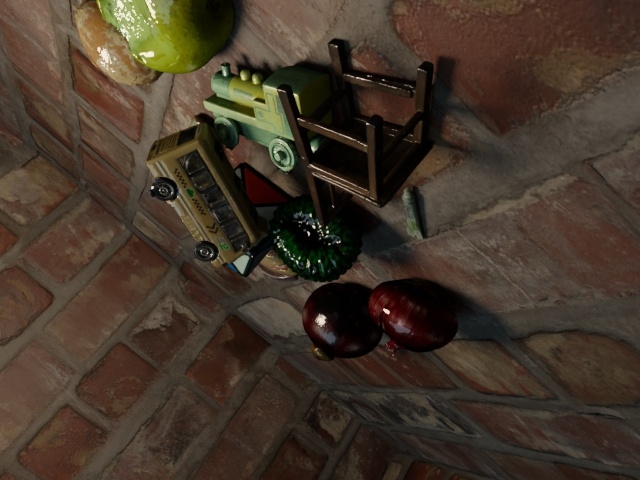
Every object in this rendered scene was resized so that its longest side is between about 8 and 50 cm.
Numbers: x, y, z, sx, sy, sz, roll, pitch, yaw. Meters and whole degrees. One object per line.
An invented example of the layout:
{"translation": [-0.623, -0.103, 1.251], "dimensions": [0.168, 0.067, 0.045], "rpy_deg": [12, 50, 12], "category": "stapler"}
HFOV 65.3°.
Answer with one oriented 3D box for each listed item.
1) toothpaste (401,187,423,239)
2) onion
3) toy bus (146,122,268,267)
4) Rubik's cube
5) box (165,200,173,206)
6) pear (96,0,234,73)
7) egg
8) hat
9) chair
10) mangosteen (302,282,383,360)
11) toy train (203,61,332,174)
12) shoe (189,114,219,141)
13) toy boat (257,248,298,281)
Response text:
{"translation": [0.232, -0.065, 1.270], "dimensions": [0.048, 0.029, 0.197], "rpy_deg": [22, 153, 31], "category": "toothpaste"}
{"translation": [0.258, 0.250, 1.491], "dimensions": [0.273, 0.285, 0.273], "rpy_deg": [26, -171, -5], "category": "onion"}
{"translation": [-0.298, -0.114, 1.339], "dimensions": [0.177, 0.201, 0.365], "rpy_deg": [-105, -10, -57], "category": "toy bus"}
{"translation": [-0.255, -0.061, 1.655], "dimensions": [0.250, 0.248, 0.246], "rpy_deg": [38, 156, 2], "category": "Rubik's cube"}
{"translation": [-0.537, -0.201, 1.919], "dimensions": [0.151, 0.135, 0.151], "rpy_deg": [30, 155, 15], "category": "box"}
{"translation": [-0.325, -0.504, 1.093], "dimensions": [0.281, 0.176, 0.286], "rpy_deg": [4, 140, 47], "category": "pear"}
{"translation": [-0.496, -0.508, 1.266], "dimensions": [0.245, 0.203, 0.203], "rpy_deg": [38, 157, -24], "category": "egg"}
{"translation": [0.000, 0.000, 1.516], "dimensions": [0.274, 0.242, 0.332], "rpy_deg": [47, -179, 11], "category": "hat"}
{"translation": [0.098, -0.173, 1.066], "dimensions": [0.240, 0.203, 0.416], "rpy_deg": [26, 153, 30], "category": "chair"}
{"translation": [0.073, 0.296, 1.777], "dimensions": [0.297, 0.293, 0.297], "rpy_deg": [32, 167, 8], "category": "mangosteen"}
{"translation": [-0.139, -0.316, 1.207], "dimensions": [0.368, 0.150, 0.237], "rpy_deg": [25, 141, 29], "category": "toy train"}
{"translation": [-0.388, -0.294, 1.615], "dimensions": [0.103, 0.098, 0.275], "rpy_deg": [29, 153, 8], "category": "shoe"}
{"translation": [-0.199, 0.060, 1.903], "dimensions": [0.276, 0.111, 0.293], "rpy_deg": [34, 167, 18], "category": "toy boat"}
